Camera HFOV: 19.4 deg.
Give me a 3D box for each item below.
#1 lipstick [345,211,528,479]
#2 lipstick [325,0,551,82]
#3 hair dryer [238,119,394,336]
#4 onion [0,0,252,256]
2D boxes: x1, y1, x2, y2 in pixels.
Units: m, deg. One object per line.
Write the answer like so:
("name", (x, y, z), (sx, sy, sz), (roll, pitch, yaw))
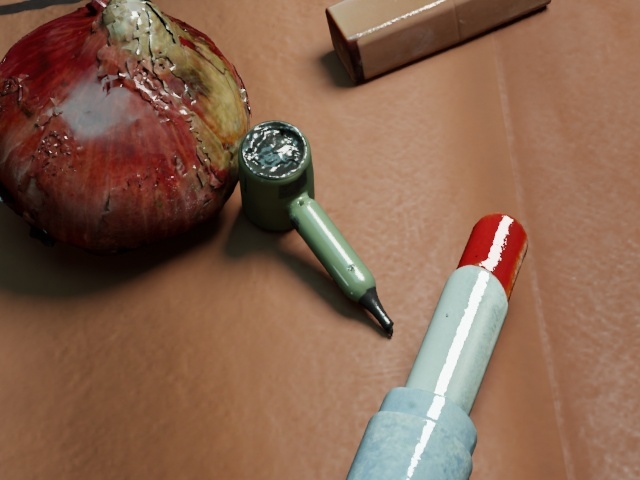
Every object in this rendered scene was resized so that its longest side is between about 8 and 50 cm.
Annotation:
("lipstick", (0.060, 0.100, 1.037), (0.061, 0.068, 0.274), (8, 55, 25))
("lipstick", (0.079, -0.156, 1.254), (0.145, 0.045, 0.045), (-23, 49, -6))
("hair dryer", (0.000, 0.000, 1.141), (0.047, 0.071, 0.150), (-30, 68, -11))
("onion", (-0.129, -0.087, 1.177), (0.184, 0.147, 0.184), (3, 45, -3))
